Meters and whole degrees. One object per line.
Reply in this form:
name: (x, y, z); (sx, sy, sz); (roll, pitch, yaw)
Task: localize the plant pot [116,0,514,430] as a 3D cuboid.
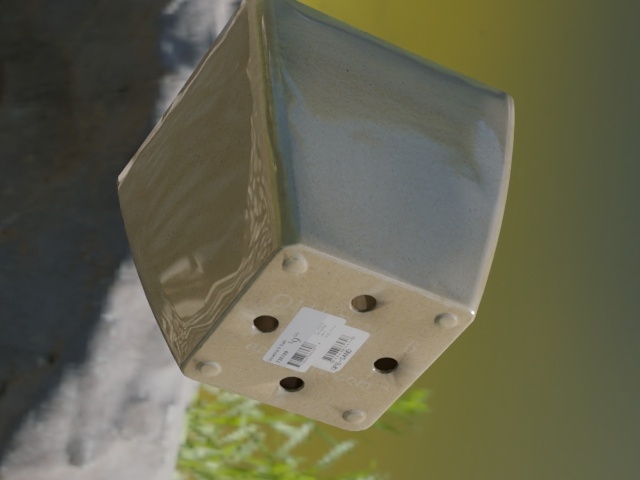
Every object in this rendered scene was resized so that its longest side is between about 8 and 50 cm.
plant pot: (0.000, 0.000, 0.574); (0.109, 0.109, 0.096); (20, 42, -24)
